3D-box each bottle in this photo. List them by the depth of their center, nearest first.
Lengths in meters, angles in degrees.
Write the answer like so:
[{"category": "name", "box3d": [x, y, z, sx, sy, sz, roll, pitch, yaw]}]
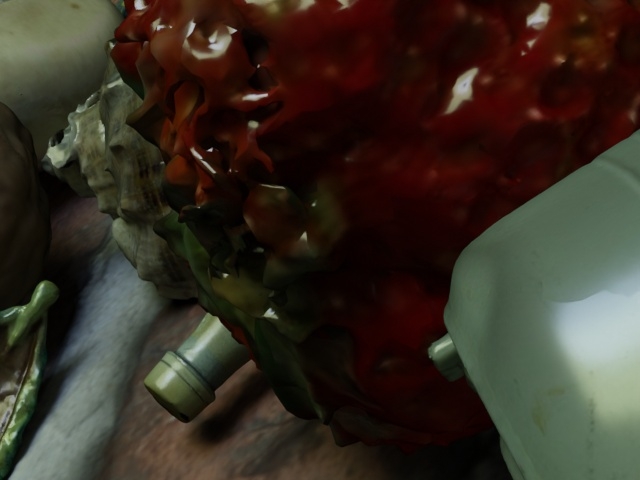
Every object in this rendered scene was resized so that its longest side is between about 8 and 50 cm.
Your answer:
[{"category": "bottle", "box3d": [0.000, 0.000, 0.751, 0.270, 0.083, 0.083, -45, 30, -17]}]

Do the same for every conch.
[{"category": "conch", "box3d": [-0.080, -0.084, 0.885, 0.291, 0.159, 0.210, -18, 31, 25]}]

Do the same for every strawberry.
[{"category": "strawberry", "box3d": [0.091, -0.071, 0.574, 0.351, 0.312, 0.267, -20, 55, -10]}]

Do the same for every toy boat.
[{"category": "toy boat", "box3d": [-0.252, 0.144, 0.788, 0.099, 0.108, 0.293, -53, 5, 43]}]

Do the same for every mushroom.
[{"category": "mushroom", "box3d": [-0.290, -0.154, 1.143, 0.246, 0.202, 0.246, -26, 13, 7]}]

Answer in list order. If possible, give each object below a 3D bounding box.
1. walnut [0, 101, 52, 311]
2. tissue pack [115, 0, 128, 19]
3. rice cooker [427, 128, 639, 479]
[{"category": "walnut", "box3d": [-0.318, 0.002, 0.936, 0.273, 0.227, 0.273, -24, 32, 16]}, {"category": "tissue pack", "box3d": [-0.075, -0.279, 1.256, 0.185, 0.081, 0.257, 6, 48, 49]}, {"category": "rice cooker", "box3d": [0.175, 0.045, 0.374, 0.244, 0.226, 0.226, -35, 28, 4]}]
